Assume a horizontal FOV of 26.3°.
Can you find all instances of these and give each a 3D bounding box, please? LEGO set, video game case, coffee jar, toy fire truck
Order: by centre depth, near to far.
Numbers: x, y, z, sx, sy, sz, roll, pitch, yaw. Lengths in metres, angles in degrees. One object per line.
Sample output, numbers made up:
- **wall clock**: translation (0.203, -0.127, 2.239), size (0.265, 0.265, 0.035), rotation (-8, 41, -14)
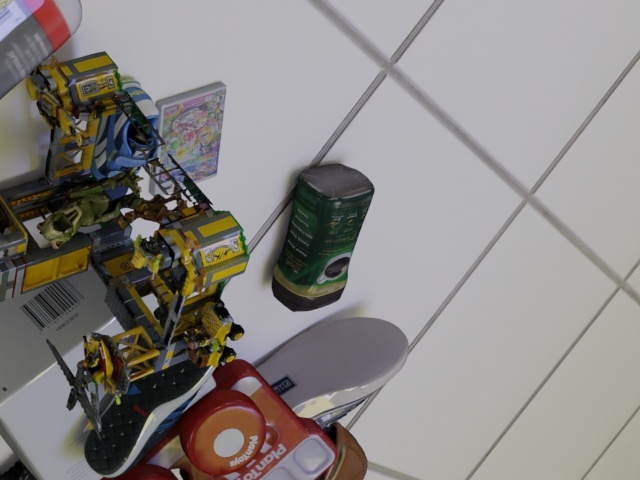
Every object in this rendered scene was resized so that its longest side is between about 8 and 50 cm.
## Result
- **LEGO set**: translation (-0.234, 0.000, 1.261), size (0.192, 0.331, 0.255), rotation (-21, 158, -33)
- **video game case**: translation (-0.145, -0.110, 1.498), size (0.087, 0.011, 0.122), rotation (-23, 138, -35)
- **toy fire truck**: translation (-0.148, 0.292, 1.673), size (0.302, 0.169, 0.254), rotation (-43, 124, -5)
- **coffee jar**: translation (0.000, 0.000, 1.713), size (0.096, 0.079, 0.184), rotation (-17, 134, -43)

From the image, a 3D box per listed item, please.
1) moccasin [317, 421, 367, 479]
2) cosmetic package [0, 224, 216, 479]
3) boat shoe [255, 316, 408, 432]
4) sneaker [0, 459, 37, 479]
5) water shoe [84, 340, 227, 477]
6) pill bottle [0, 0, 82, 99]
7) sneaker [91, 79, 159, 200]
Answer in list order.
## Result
- **moccasin**: translation (-0.080, 0.422, 1.981), size (0.380, 0.139, 0.147), rotation (-45, 145, -9)
- **cosmetic package**: translation (-0.259, 0.131, 1.486), size (0.224, 0.138, 0.225), rotation (-38, 144, -18)
- **boat shoe**: translation (-0.033, 0.233, 1.882), size (0.340, 0.127, 0.158), rotation (-23, 144, -21)
- **sneaker**: translation (-0.360, 0.290, 1.595), size (0.089, 0.051, 0.170), rotation (15, 93, -32)
- **water shoe**: translation (-0.173, 0.161, 1.448), size (0.203, 0.073, 0.080), rotation (-48, 169, 3)
- **pill bottle**: translation (-0.376, -0.129, 1.030), size (0.363, 0.210, 0.210), rotation (-43, 146, -9)
- **sneaker**: translation (-0.202, -0.091, 1.407), size (0.053, 0.059, 0.144), rotation (-18, 136, -42)
